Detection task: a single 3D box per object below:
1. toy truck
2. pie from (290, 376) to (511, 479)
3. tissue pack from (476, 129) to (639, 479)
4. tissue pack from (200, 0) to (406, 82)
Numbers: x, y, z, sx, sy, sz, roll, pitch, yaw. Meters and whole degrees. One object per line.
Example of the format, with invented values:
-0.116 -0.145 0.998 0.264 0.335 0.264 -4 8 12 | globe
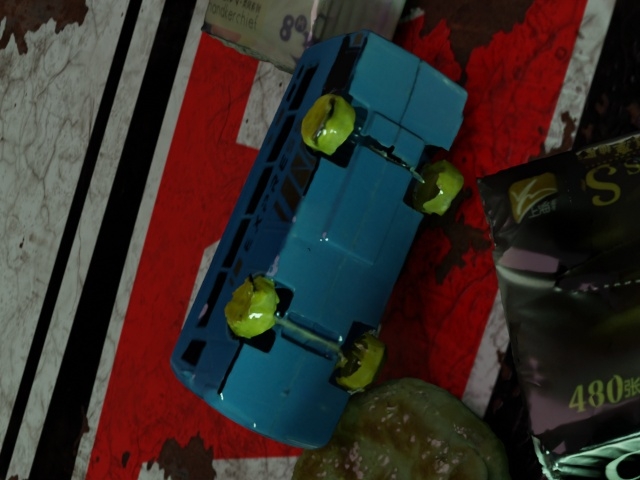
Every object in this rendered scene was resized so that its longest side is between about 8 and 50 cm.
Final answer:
0.000 0.000 1.473 0.162 0.161 0.385 2 67 61 | toy truck
0.065 0.267 1.412 0.302 0.067 0.302 -21 63 49 | pie
0.306 0.031 0.944 0.370 0.198 0.210 -17 55 14 | tissue pack
0.012 -0.343 1.646 0.242 0.125 0.343 31 104 54 | tissue pack
